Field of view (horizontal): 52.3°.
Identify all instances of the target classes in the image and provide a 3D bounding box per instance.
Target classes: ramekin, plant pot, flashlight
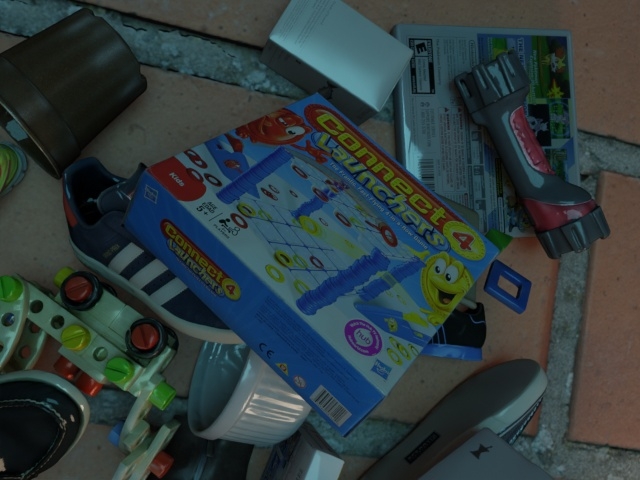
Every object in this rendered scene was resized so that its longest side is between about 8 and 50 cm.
[{"bbox_3d":[-0.079,0.162,0.838,0.109,0.207,0.207,23,83,-22],"label":"ramekin"},{"bbox_3d":[-0.320,-0.191,0.814,0.165,0.167,0.167,-44,99,-20],"label":"plant pot"},{"bbox_3d":[0.315,-0.127,0.955,0.103,0.103,0.304,-28,94,-40],"label":"flashlight"}]

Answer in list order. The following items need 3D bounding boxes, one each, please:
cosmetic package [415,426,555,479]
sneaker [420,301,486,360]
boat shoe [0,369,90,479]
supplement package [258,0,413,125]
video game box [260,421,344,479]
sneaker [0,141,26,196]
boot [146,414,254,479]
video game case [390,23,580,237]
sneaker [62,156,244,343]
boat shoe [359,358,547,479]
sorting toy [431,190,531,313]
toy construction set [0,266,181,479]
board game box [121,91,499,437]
[{"bbox_3d":[0.291,0.492,0.837,0.161,0.230,0.453,-32,115,-13],"label":"cosmetic package"},{"bbox_3d":[0.138,0.121,0.955,0.232,0.081,0.090,9,84,-20],"label":"sneaker"},{"bbox_3d":[-0.392,0.251,0.710,0.340,0.113,0.127,-25,111,23],"label":"boat shoe"},{"bbox_3d":[0.019,-0.260,0.918,0.179,0.105,0.105,31,81,-10],"label":"supplement package"},{"bbox_3d":[-0.048,0.349,0.844,0.048,0.187,0.205,25,83,-14],"label":"video game box"},{"bbox_3d":[-0.456,-0.044,0.802,0.081,0.094,0.208,36,82,-12],"label":"sneaker"},{"bbox_3d":[-0.219,0.339,0.873,0.249,0.090,0.206,12,72,-9],"label":"boot"},{"bbox_3d":[0.260,-0.166,1.011,0.300,0.036,0.328,-3,88,-14],"label":"video game case"},{"bbox_3d":[-0.173,-0.002,0.753,0.350,0.148,0.131,19,43,24],"label":"sneaker"},{"bbox_3d":[0.218,0.331,0.954,0.340,0.127,0.158,-37,104,-4],"label":"boat shoe"},{"bbox_3d":[0.129,-0.004,0.894,0.348,0.047,0.196,23,45,-11],"label":"sorting toy"},{"bbox_3d":[-0.298,0.160,0.791,0.328,0.151,0.215,36,78,-4],"label":"toy construction set"},{"bbox_3d":[0.008,-0.002,0.714,0.308,0.086,0.302,42,41,9],"label":"board game box"}]
